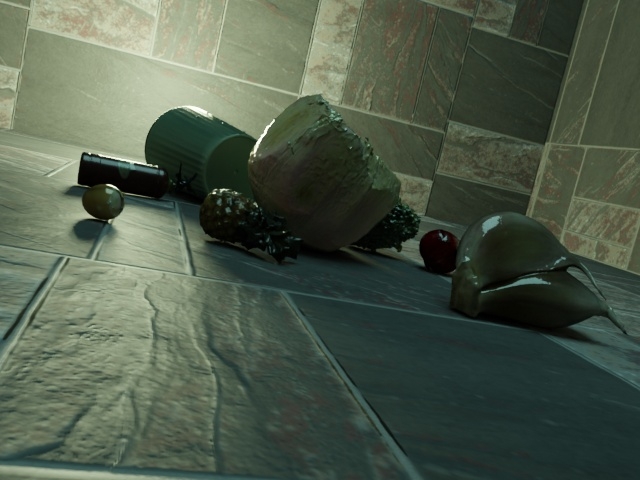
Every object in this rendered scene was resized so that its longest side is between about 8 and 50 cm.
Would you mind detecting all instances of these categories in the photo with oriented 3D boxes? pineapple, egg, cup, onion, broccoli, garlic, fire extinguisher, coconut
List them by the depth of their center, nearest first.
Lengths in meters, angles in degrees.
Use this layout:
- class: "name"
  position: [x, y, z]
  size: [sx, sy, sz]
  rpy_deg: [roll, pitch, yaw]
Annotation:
- class: "garlic"
  position: [0.452, 0.063, 1.316]
  size: [0.340, 0.232, 0.246]
  rpy_deg: [8, 4, 10]
- class: "egg"
  position: [-0.484, -0.086, 1.380]
  size: [0.096, 0.080, 0.080]
  rpy_deg: [8, 6, 16]
- class: "pineapple"
  position: [-0.155, -0.030, 1.412]
  size: [0.248, 0.128, 0.128]
  rpy_deg: [23, 12, 28]
- class: "coconut"
  position: [-0.022, -0.150, 1.657]
  size: [0.404, 0.405, 0.404]
  rpy_deg: [13, 8, -2]
- class: "onion"
  position: [0.339, 0.033, 1.756]
  size: [0.131, 0.131, 0.131]
  rpy_deg: [13, 8, -2]
- class: "fire extinguisher"
  position: [-0.552, -0.204, 1.903]
  size: [0.344, 0.138, 0.102]
  rpy_deg: [9, 24, -24]
- class: "broccoli"
  position: [0.156, -0.081, 1.905]
  size: [0.288, 0.248, 0.245]
  rpy_deg: [61, 16, 14]
- class: "cup"
  position: [-0.371, -0.288, 2.239]
  size: [0.401, 0.310, 0.392]
  rpy_deg: [3, 18, -43]
